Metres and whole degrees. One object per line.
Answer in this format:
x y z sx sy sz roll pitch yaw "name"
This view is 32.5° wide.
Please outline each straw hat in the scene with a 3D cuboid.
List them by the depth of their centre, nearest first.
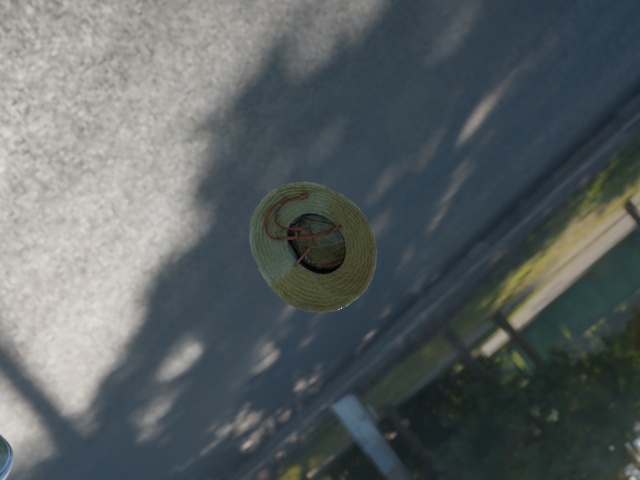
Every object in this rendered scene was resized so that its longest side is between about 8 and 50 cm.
0.000 0.000 1.169 0.144 0.144 0.061 -44 177 21 "straw hat"

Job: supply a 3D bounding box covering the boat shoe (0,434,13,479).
-0.505 0.216 1.283 0.094 0.302 0.109 126 -21 -45 "boat shoe"
